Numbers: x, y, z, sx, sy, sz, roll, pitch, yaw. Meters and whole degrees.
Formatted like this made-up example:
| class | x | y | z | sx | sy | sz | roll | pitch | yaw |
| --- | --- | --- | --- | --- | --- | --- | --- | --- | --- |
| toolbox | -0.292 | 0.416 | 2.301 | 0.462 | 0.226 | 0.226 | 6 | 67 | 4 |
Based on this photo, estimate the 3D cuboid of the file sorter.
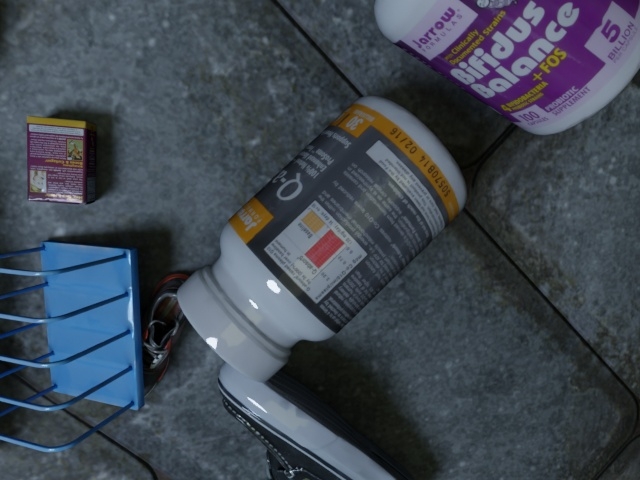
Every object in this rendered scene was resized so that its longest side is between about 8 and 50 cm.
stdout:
| class | x | y | z | sx | sy | sz | roll | pitch | yaw |
| --- | --- | --- | --- | --- | --- | --- | --- | --- | --- |
| file sorter | -0.256 | 0.095 | 0.443 | 0.118 | 0.104 | 0.170 | 4 | 100 | 19 |

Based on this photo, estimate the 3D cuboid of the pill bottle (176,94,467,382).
| class | x | y | z | sx | sy | sz | roll | pitch | yaw |
| --- | --- | --- | --- | --- | --- | --- | --- | --- | --- |
| pill bottle | 0.000 | 0.000 | 0.474 | 0.278 | 0.162 | 0.162 | -43 | 105 | -3 |

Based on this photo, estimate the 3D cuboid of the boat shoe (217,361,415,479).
| class | x | y | z | sx | sy | sz | roll | pitch | yaw |
| --- | --- | --- | --- | --- | --- | --- | --- | --- | --- |
| boat shoe | -0.006 | 0.267 | 0.537 | 0.335 | 0.121 | 0.119 | 45 | 84 | -17 |

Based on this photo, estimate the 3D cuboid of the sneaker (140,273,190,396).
| class | x | y | z | sx | sy | sz | roll | pitch | yaw |
| --- | --- | --- | --- | --- | --- | --- | --- | --- | --- |
| sneaker | -0.188 | 0.111 | 0.502 | 0.061 | 0.065 | 0.158 | 23 | 93 | -15 |

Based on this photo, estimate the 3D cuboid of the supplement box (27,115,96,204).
| class | x | y | z | sx | sy | sz | roll | pitch | yaw |
| --- | --- | --- | --- | --- | --- | --- | --- | --- | --- |
| supplement box | -0.261 | -0.080 | 0.466 | 0.055 | 0.043 | 0.083 | 4 | 98 | -13 |

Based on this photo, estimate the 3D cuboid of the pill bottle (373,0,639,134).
| class | x | y | z | sx | sy | sz | roll | pitch | yaw |
| --- | --- | --- | --- | --- | --- | --- | --- | --- | --- |
| pill bottle | 0.163 | -0.249 | 0.464 | 0.301 | 0.169 | 0.169 | 26 | 93 | -15 |
